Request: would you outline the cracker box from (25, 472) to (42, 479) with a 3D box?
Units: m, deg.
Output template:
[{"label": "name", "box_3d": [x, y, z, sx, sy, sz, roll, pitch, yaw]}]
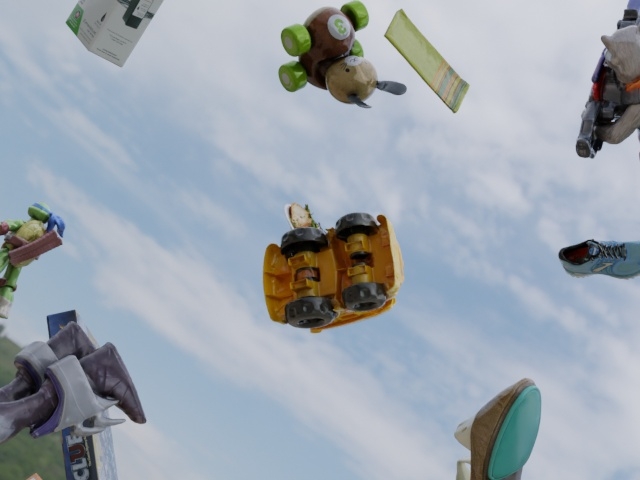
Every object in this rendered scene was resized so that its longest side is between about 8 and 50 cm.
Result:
[{"label": "cracker box", "box_3d": [-0.636, 0.581, 1.980, 0.067, 0.156, 0.232, 44, -45, 11]}]

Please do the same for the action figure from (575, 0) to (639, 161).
[{"label": "action figure", "box_3d": [0.539, -0.238, 1.549, 0.179, 0.341, 0.330, 0, -30, 42]}]

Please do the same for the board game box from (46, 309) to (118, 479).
[{"label": "board game box", "box_3d": [-0.323, 0.237, 1.349, 0.165, 0.042, 0.243, 91, -13, -66]}]

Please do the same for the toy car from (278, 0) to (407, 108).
[{"label": "toy car", "box_3d": [0.048, -0.286, 1.634, 0.188, 0.155, 0.149, 45, -32, 29]}]

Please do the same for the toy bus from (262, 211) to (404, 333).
[{"label": "toy bus", "box_3d": [0.050, 0.070, 1.564, 0.220, 0.149, 0.211, -17, -28, 24]}]

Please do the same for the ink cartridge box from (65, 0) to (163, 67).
[{"label": "ink cartridge box", "box_3d": [-0.398, -0.474, 1.952, 0.087, 0.208, 0.153, 23, 17, -44]}]

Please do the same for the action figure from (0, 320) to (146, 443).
[{"label": "action figure", "box_3d": [-0.299, 0.163, 0.809, 0.185, 0.285, 0.099, -6, -75, 59]}]

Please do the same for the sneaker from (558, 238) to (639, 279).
[{"label": "sneaker", "box_3d": [0.467, 0.028, 1.620, 0.162, 0.063, 0.073, -10, -25, 34]}]

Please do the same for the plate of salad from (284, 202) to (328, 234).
[{"label": "plate of salad", "box_3d": [0.000, 0.000, 1.978, 0.200, 0.048, 0.200, 48, 13, -15]}]

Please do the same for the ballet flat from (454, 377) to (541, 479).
[{"label": "ballet flat", "box_3d": [0.269, 0.360, 1.570, 0.124, 0.116, 0.342, 24, -58, 47]}]

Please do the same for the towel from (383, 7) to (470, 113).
[{"label": "towel", "box_3d": [0.230, -0.383, 2.106, 0.237, 0.102, 0.021, 44, -44, -21]}]

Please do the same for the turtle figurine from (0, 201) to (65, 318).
[{"label": "turtle figurine", "box_3d": [-0.729, 0.021, 2.188, 0.275, 0.266, 0.198, 22, -19, -11]}]
